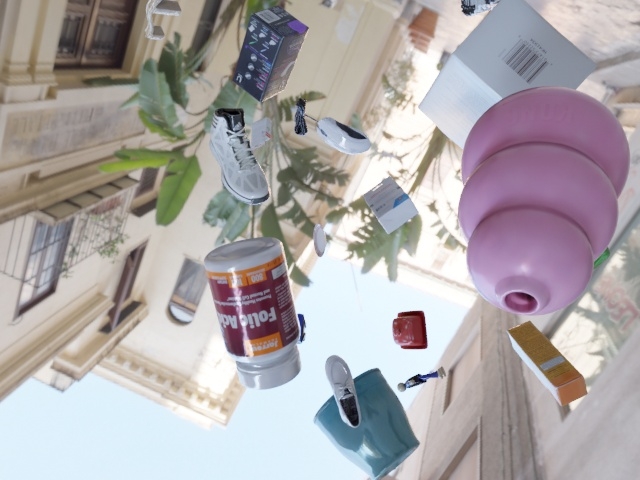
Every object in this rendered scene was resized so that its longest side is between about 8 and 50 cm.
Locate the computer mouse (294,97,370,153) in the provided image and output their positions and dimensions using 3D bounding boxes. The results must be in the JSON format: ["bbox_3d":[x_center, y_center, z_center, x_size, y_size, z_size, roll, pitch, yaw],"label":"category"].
[{"bbox_3d":[0.023,-0.247,1.154,0.193,0.106,0.042,26,-120,3],"label":"computer mouse"}]

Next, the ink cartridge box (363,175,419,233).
[{"bbox_3d":[0.194,-0.104,1.412,0.060,0.104,0.180,50,-171,-27],"label":"ink cartridge box"}]

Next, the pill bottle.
[{"bbox_3d":[-0.181,0.206,1.428,0.224,0.391,0.224,-10,-165,3],"label":"pill bottle"}]

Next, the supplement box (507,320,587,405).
[{"bbox_3d":[0.580,0.310,1.297,0.078,0.080,0.233,62,-179,-29],"label":"supplement box"}]

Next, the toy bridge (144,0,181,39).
[{"bbox_3d":[-0.308,-0.461,0.989,0.063,0.188,0.026,-20,-96,-46],"label":"toy bridge"}]

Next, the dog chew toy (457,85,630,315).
[{"bbox_3d":[0.264,-0.047,0.618,0.207,0.206,0.331,26,-131,4],"label":"dog chew toy"}]

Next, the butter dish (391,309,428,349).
[{"bbox_3d":[0.344,0.368,2.039,0.118,0.159,0.160,2,169,-38],"label":"butter dish"}]

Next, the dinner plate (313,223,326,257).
[{"bbox_3d":[0.000,0.000,2.070,0.017,0.141,0.141,-5,-148,-21],"label":"dinner plate"}]

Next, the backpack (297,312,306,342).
[{"bbox_3d":[-0.093,0.285,1.634,0.101,0.097,0.120,7,163,7],"label":"backpack"}]

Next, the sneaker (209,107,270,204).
[{"bbox_3d":[-0.341,-0.365,2.032,0.169,0.257,0.447,-23,-119,-22],"label":"sneaker"}]

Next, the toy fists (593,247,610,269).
[{"bbox_3d":[0.445,-0.009,0.920,0.279,0.142,0.096,50,-151,-49],"label":"toy fists"}]

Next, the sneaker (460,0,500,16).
[{"bbox_3d":[0.444,-0.628,1.291,0.106,0.078,0.234,-7,-165,-7],"label":"sneaker"}]

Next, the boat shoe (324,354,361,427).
[{"bbox_3d":[0.059,0.375,1.242,0.066,0.184,0.063,-12,-175,-14],"label":"boat shoe"}]

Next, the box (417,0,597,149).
[{"bbox_3d":[0.368,-0.320,1.068,0.215,0.168,0.345,43,179,1],"label":"box"}]

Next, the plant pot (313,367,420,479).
[{"bbox_3d":[0.161,0.581,1.552,0.272,0.271,0.255,-2,-137,-51],"label":"plant pot"}]

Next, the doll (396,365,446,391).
[{"bbox_3d":[0.365,0.518,1.862,0.129,0.189,0.046,5,-120,-60],"label":"doll"}]

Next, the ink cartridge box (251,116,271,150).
[{"bbox_3d":[-0.197,-0.347,1.660,0.029,0.063,0.115,34,-132,-49],"label":"ink cartridge box"}]

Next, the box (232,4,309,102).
[{"bbox_3d":[-0.179,-0.652,1.759,0.143,0.270,0.165,38,-135,7],"label":"box"}]
